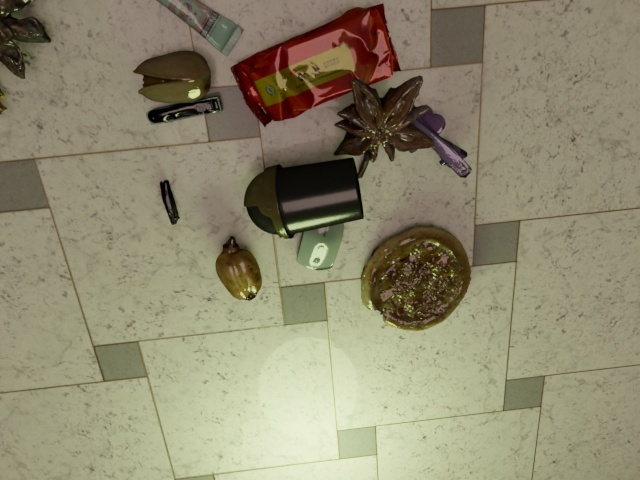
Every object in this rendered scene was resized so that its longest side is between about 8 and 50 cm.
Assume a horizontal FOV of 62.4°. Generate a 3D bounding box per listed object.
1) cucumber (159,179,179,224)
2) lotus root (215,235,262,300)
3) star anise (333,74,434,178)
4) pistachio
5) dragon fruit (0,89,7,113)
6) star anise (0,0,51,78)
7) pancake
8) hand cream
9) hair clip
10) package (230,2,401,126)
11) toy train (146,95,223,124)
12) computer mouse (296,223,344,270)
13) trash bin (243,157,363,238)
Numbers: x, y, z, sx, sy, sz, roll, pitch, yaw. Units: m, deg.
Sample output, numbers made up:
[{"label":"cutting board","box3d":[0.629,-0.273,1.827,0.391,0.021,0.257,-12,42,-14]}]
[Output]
[{"label":"cucumber","box3d":[-0.452,-0.112,1.574,0.033,0.034,0.135,-10,115,5]},{"label":"lotus root","box3d":[-0.257,0.086,1.638,0.125,0.118,0.221,-32,115,-26]},{"label":"star anise","box3d":[0.158,-0.313,1.444,0.292,0.109,0.350,-5,142,21]},{"label":"pistachio","box3d":[-0.385,-0.425,1.387,0.205,0.131,0.130,-7,107,3]},{"label":"dragon fruit","box3d":[-0.884,-0.381,1.391,0.086,0.081,0.116,-30,113,-3]},{"label":"star anise","box3d":[-0.807,-0.532,1.252,0.331,0.117,0.332,-20,120,-40]},{"label":"pancake","box3d":[0.314,0.139,1.735,0.381,0.071,0.383,-2,114,-4]},{"label":"hand cream","box3d":[-0.359,-0.606,1.352,0.331,0.058,0.085,31,92,-22]},{"label":"hair clip","box3d":[0.325,-0.289,1.540,0.278,0.090,0.137,41,118,-12]},{"label":"package","box3d":[-0.008,-0.461,1.404,0.423,0.123,0.196,-22,114,5]},{"label":"toy train","box3d":[-0.377,-0.360,1.461,0.207,0.047,0.043,-11,114,1]},{"label":"computer mouse","box3d":[0.000,0.000,1.644,0.127,0.079,0.231,8,117,-6]},{"label":"trash bin","box3d":[-0.053,-0.118,1.499,0.333,0.214,0.214,-8,115,6]}]
